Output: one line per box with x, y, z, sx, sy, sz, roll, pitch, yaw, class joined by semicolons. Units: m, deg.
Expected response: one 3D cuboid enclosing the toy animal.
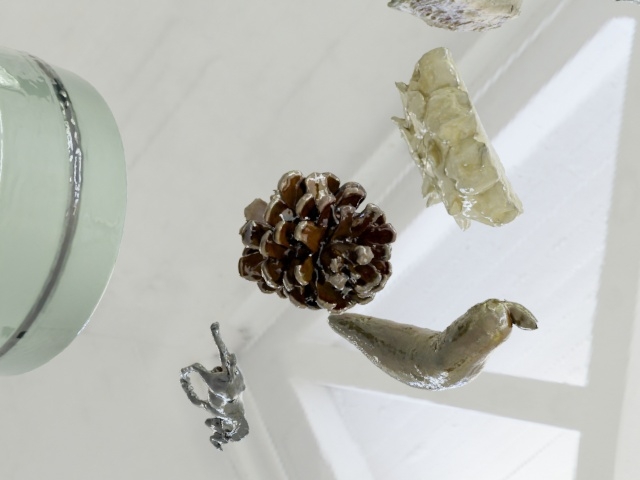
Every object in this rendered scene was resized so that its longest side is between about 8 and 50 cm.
-0.168;0.255;1.822;0.148;0.084;0.232;37;-44;28;toy animal

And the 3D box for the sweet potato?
0.156;0.148;1.460;0.310;0.098;0.124;-7;-84;36;sweet potato

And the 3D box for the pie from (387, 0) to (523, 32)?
0.214;-0.374;1.632;0.129;0.282;0.068;-24;-101;35;pie

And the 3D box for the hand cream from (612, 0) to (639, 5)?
0.333;-0.365;1.400;0.248;0.052;0.075;22;-66;23;hand cream

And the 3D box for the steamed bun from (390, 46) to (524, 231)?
0.190;-0.147;1.592;0.137;0.295;0.292;-26;-147;13;steamed bun

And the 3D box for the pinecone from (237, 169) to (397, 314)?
-0.001;0.003;1.227;0.195;0.179;0.150;36;-52;50;pinecone

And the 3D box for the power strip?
-0.365;-0.026;1.058;0.357;0.161;0.357;-9;-105;37;power strip
